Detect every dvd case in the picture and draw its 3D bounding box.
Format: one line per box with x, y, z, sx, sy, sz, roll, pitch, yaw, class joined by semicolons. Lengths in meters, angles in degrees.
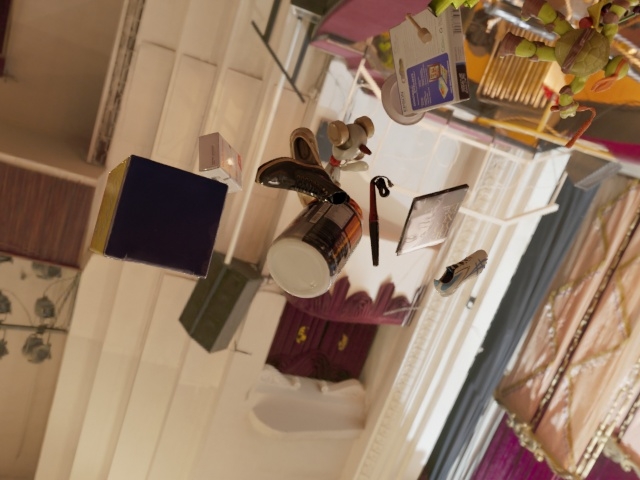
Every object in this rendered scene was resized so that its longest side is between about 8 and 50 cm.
0.295;-0.051;1.366;0.165;0.221;0.018;-16;-126;-20;dvd case

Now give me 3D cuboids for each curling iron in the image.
0.159;-0.061;1.418;0.068;0.274;0.035;-5;158;34;curling iron

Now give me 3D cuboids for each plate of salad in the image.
0.308;-0.520;1.884;0.200;0.199;0.048;14;174;-20;plate of salad

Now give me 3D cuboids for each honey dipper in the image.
0.261;-0.581;1.382;0.030;0.030;0.160;12;-140;-27;honey dipper

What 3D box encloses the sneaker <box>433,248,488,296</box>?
0.500;0.104;1.808;0.086;0.237;0.085;57;166;-23;sneaker

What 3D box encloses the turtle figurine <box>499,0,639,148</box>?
0.417;-0.307;0.856;0.217;0.269;0.087;35;-146;22;turtle figurine

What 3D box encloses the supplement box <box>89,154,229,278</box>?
-0.360;-0.043;1.095;0.194;0.195;0.356;16;174;-27;supplement box

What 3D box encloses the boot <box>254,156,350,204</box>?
-0.036;-0.129;1.173;0.198;0.077;0.137;-10;-139;-36;boot

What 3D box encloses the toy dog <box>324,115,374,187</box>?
0.104;-0.289;1.808;0.161;0.220;0.333;57;170;23;toy dog

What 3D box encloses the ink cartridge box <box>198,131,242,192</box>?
-0.393;-0.302;2.019;0.092;0.158;0.218;-10;159;11;ink cartridge box

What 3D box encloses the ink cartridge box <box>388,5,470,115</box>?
0.350;-0.582;1.662;0.072;0.303;0.307;-15;-169;-20;ink cartridge box

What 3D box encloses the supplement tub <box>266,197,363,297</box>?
0.000;0.000;1.522;0.207;0.207;0.338;23;-144;12;supplement tub

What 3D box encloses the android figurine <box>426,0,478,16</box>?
0.361;-0.684;1.242;0.248;0.273;0.056;26;-153;-55;android figurine

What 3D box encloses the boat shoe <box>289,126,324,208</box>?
-0.036;-0.200;1.703;0.122;0.341;0.110;-15;-159;8;boat shoe

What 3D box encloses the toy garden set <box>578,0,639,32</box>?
0.630;-0.542;1.013;0.204;0.244;0.049;-26;-130;-14;toy garden set
